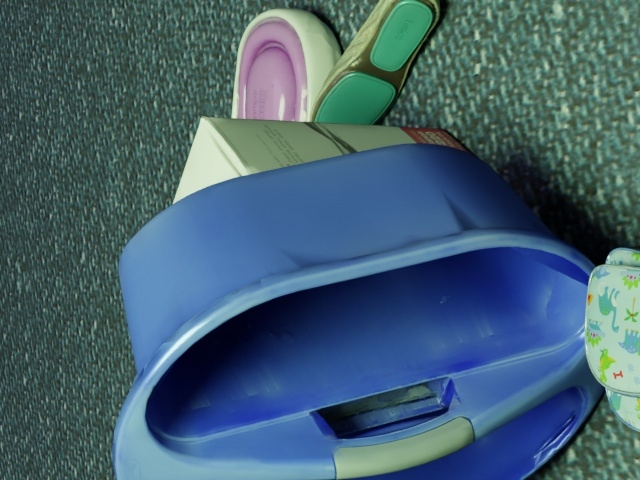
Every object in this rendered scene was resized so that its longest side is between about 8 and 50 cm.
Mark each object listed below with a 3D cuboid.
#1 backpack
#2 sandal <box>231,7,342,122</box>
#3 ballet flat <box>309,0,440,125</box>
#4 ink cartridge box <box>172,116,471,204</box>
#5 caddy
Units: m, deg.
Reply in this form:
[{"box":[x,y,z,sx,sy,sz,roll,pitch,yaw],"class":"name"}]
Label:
[{"box":[0.213,0.062,0.934,0.105,0.084,0.114,6,99,57],"class":"backpack"},{"box":[-0.062,0.010,1.303,0.169,0.102,0.416,0,89,55],"class":"sandal"},{"box":[0.045,-0.144,1.206,0.168,0.057,0.052,-51,24,38],"class":"ballet flat"},{"box":[0.000,0.000,1.117,0.092,0.218,0.159,51,130,42],"class":"ink cartridge box"},{"box":[0.025,0.083,0.996,0.179,0.341,0.241,-120,22,-47],"class":"caddy"}]
